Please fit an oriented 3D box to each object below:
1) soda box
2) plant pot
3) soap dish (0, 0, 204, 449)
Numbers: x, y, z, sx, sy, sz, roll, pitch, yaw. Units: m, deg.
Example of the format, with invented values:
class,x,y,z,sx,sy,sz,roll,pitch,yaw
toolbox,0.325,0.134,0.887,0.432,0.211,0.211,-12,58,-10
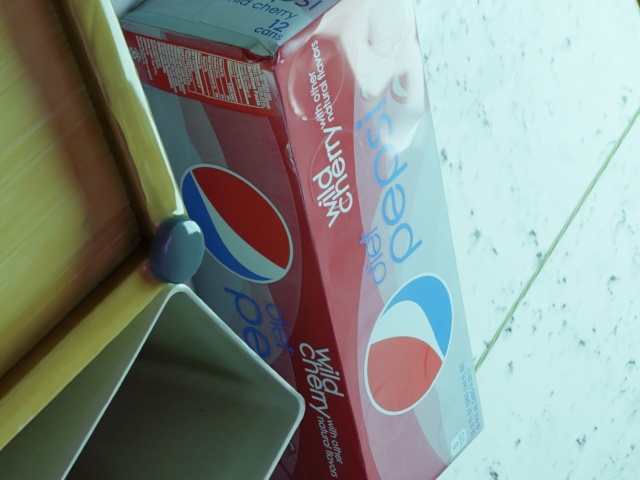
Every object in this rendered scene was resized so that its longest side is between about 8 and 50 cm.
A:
class,x,y,z,sx,sy,sz,roll,pitch,yaw
soda box,0.000,0.000,0.820,0.092,0.083,0.263,-42,136,-34
plant pot,-0.089,0.073,0.721,0.109,0.096,0.109,-60,142,-15
soap dish,-0.171,-0.004,0.562,0.291,0.118,0.229,-47,137,-32
